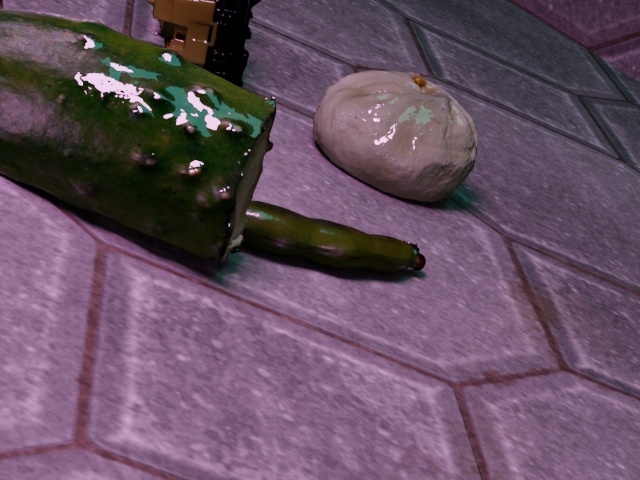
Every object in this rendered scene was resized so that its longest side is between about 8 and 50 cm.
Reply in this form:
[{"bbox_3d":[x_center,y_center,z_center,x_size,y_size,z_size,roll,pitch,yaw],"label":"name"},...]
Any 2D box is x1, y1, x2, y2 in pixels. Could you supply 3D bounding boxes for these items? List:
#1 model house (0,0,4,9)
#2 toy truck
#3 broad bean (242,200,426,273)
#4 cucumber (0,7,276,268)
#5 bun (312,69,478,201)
[{"bbox_3d":[-0.351,-0.215,1.550,0.248,0.176,0.181,55,51,-17],"label":"model house"},{"bbox_3d":[-0.136,-0.274,1.993,0.127,0.127,0.257,10,20,-5],"label":"toy truck"},{"bbox_3d":[0.000,0.001,1.565,0.297,0.043,0.060,13,16,-38],"label":"broad bean"},{"bbox_3d":[-0.202,-0.103,1.424,0.325,0.145,0.105,24,25,6],"label":"cucumber"},{"bbox_3d":[0.087,-0.130,1.913,0.195,0.118,0.195,22,23,-10],"label":"bun"}]
